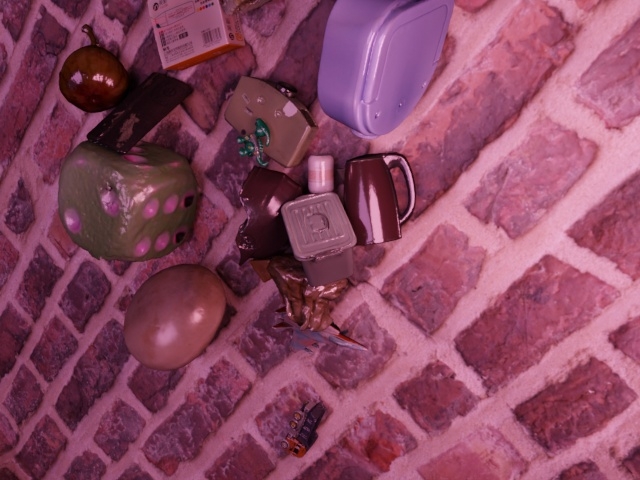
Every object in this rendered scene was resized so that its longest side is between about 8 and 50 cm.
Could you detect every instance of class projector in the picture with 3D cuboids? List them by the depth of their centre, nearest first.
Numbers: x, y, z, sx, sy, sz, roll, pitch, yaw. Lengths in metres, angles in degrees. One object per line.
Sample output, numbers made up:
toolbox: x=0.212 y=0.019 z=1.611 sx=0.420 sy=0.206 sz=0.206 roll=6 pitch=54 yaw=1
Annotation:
projector: x=-0.133 y=-0.354 z=1.747 sx=0.269 sy=0.088 sz=0.194 roll=40 pitch=118 yaw=16

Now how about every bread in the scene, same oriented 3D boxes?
bread: x=-0.135 y=0.053 z=1.854 sx=0.139 sy=0.074 sz=0.084 roll=-38 pitch=85 yaw=32

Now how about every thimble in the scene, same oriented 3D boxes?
thimble: x=-0.204 y=-0.714 z=1.670 sx=0.190 sy=0.137 sz=0.144 roll=-21 pitch=94 yaw=28

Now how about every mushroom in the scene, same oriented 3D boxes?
mushroom: x=-0.442 y=0.253 z=1.957 sx=0.362 sy=0.362 sz=0.295 roll=-14 pitch=135 yaw=32

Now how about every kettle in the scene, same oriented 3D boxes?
kettle: x=0.150 y=-0.113 z=1.619 sx=0.201 sy=0.144 sz=0.232 roll=-6 pitch=97 yaw=13

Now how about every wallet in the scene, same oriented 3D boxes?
wallet: x=-0.554 y=-0.395 z=1.874 sx=0.170 sy=0.321 sz=0.044 roll=26 pitch=151 yaw=23

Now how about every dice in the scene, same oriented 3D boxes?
dice: x=-0.597 y=-0.132 z=1.932 sx=0.330 sy=0.322 sz=0.319 roll=25 pitch=113 yaw=24

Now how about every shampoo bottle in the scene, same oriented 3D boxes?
shampoo bottle: x=0.003 y=-0.145 z=1.728 sx=0.074 sy=0.074 sz=0.192 roll=6 pitch=106 yaw=29

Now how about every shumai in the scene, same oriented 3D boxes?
shumai: x=-0.052 y=0.154 z=1.688 sx=0.218 sy=0.184 sz=0.186 roll=18 pitch=72 yaw=-11

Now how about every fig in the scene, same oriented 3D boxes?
fig: x=-0.744 y=-0.585 z=2.008 sx=0.216 sy=0.217 sz=0.321 roll=-24 pitch=66 yaw=32

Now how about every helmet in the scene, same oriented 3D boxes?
helmet: x=-0.139 y=-0.062 z=1.762 sx=0.177 sy=0.225 sz=0.306 roll=5 pitch=118 yaw=0

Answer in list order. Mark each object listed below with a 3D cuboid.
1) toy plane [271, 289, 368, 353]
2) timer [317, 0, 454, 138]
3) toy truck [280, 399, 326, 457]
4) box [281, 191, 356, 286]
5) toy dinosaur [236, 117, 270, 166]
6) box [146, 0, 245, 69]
toy plane: x=0.001 y=0.258 z=1.812 sx=0.326 sy=0.104 sz=0.223 roll=17 pitch=111 yaw=21
timer: x=0.132 y=-0.415 z=1.423 sx=0.173 sy=0.395 sz=0.395 roll=30 pitch=115 yaw=20
toy truck: x=-0.051 y=0.591 z=1.932 sx=0.092 sy=0.083 sz=0.192 roll=29 pitch=114 yaw=15
box: x=0.000 y=0.000 z=1.603 sx=0.163 sy=0.243 sz=0.135 roll=-16 pitch=132 yaw=-5
toy dinosaur: x=-0.177 y=-0.269 z=1.716 sx=0.096 sy=0.059 sz=0.133 roll=-18 pitch=87 yaw=28
box: x=-0.371 y=-0.644 z=1.813 sx=0.273 sy=0.091 sz=0.221 roll=-7 pitch=97 yaw=31
